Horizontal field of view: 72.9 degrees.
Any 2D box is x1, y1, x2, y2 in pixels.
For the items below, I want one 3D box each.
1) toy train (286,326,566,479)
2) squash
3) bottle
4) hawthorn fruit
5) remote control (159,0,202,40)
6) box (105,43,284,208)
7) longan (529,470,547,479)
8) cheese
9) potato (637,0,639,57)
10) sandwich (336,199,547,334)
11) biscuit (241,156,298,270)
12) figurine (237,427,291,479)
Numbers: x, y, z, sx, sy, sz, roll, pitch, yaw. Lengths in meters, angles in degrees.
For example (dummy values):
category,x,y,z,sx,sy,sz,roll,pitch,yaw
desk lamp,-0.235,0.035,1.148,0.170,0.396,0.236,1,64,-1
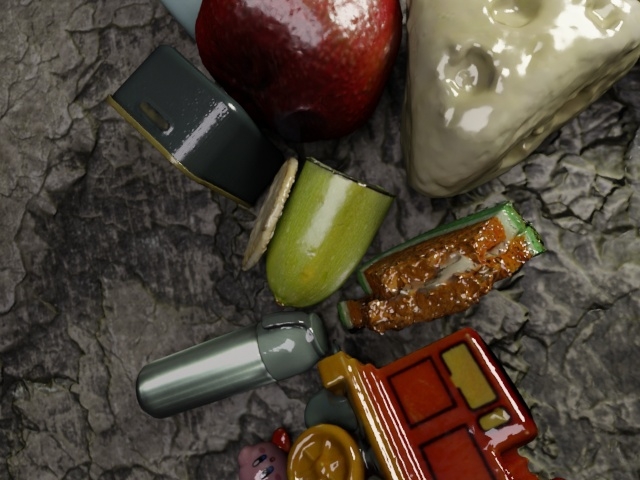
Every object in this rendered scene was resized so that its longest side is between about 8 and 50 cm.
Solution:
category,x,y,z,sx,sy,sz,roll,pitch,yaw
toy train,0.111,0.240,0.410,0.232,0.163,0.369,-32,55,10
squash,0.000,0.000,0.523,0.123,0.123,0.186,28,95,13
bottle,-0.118,0.154,0.556,0.254,0.079,0.096,-21,126,12
hawthorn fruit,-0.002,-0.252,0.497,0.230,0.210,0.266,41,91,5
remote control,-0.101,-0.360,0.527,0.293,0.051,0.103,-24,121,38
box,-0.132,-0.128,0.522,0.144,0.201,0.090,43,93,13
longan,0.218,0.307,0.464,0.113,0.092,0.113,-2,83,17
cheese,0.190,-0.158,0.465,0.251,0.173,0.247,16,89,9
potato,0.379,-0.247,0.453,0.112,0.112,0.147,-34,100,9
sandwich,0.115,0.036,0.482,0.235,0.159,0.079,-28,86,30
biscuit,-0.063,-0.035,0.530,0.020,0.152,0.152,22,92,-13
figurine,-0.066,0.293,0.546,0.083,0.071,0.067,57,141,18
